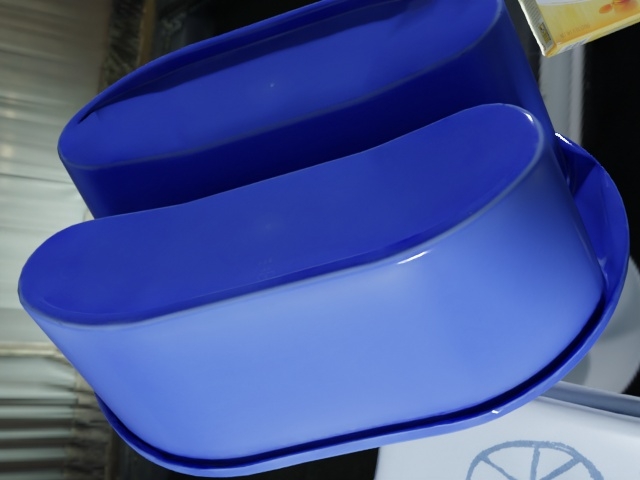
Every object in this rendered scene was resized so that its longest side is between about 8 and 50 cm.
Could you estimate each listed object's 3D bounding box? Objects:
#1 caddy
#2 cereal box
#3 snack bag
[{"bbox_3d":[0.000,0.000,0.508,0.341,0.179,0.241,-14,-136,14],"label":"caddy"},{"bbox_3d":[0.271,-0.335,0.917,0.047,0.173,0.240,115,-48,-83],"label":"cereal box"},{"bbox_3d":[0.183,0.252,0.607,0.037,0.323,0.343,-70,170,-63],"label":"snack bag"}]
